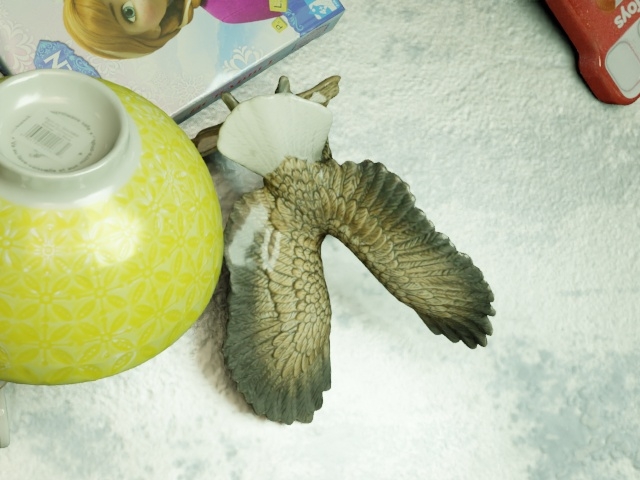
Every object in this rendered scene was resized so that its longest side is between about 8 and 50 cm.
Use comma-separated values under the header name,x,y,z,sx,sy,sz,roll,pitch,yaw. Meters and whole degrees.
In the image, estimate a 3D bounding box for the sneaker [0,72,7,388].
name,x,y,z,sx,sy,sz,roll,pitch,yaw
sneaker,-0.323,-0.010,1.222,0.126,0.127,0.321,-4,55,-6

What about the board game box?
name,x,y,z,sx,sy,sz,roll,pitch,yaw
board game box,-0.194,-0.267,1.323,0.318,0.066,0.318,-35,89,-17

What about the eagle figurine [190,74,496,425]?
name,x,y,z,sx,sy,sz,roll,pitch,yaw
eagle figurine,0.007,-0.001,1.260,0.225,0.226,0.298,-12,76,-36

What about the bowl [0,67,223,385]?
name,x,y,z,sx,sy,sz,roll,pitch,yaw
bowl,-0.215,-0.045,1.089,0.290,0.156,0.289,5,51,-7

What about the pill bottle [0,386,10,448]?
name,x,y,z,sx,sy,sz,roll,pitch,yaw
pill bottle,-0.340,0.160,1.203,0.120,0.067,0.067,-6,81,-15

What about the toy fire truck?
name,x,y,z,sx,sy,sz,roll,pitch,yaw
toy fire truck,0.345,-0.325,1.433,0.302,0.169,0.254,-45,116,-17
